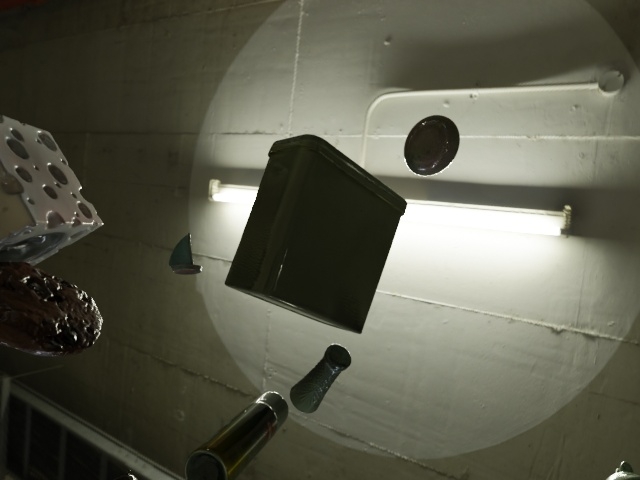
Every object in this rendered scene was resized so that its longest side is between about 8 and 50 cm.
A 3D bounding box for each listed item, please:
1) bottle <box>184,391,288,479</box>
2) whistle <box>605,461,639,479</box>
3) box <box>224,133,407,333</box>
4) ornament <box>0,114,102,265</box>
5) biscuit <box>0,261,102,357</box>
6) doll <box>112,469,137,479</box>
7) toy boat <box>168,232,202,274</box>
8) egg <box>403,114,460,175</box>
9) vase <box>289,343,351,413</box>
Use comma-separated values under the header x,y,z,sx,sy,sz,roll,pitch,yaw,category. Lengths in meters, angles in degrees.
x,y,z,sx,sy,sz,roll,pitch,yaw,category
-0.143,0.369,0.854,0.082,0.286,0.082,0,-89,16,bottle
0.450,0.383,0.604,0.091,0.244,0.110,9,-94,9,whistle
0.000,0.000,1.038,0.177,0.351,0.344,6,-108,49,box
-0.626,-0.073,0.859,0.239,0.240,0.240,-31,-89,1,ornament
-0.410,0.097,0.656,0.192,0.192,0.049,43,-78,24,biscuit
-0.306,0.456,0.703,0.102,0.089,0.180,-27,-126,24,doll
-0.389,0.037,1.284,0.034,0.096,0.122,-41,-124,40,toy boat
0.218,-0.185,0.889,0.103,0.103,0.135,18,-118,30,egg
0.003,0.377,1.247,0.096,0.096,0.219,48,-55,22,vase
